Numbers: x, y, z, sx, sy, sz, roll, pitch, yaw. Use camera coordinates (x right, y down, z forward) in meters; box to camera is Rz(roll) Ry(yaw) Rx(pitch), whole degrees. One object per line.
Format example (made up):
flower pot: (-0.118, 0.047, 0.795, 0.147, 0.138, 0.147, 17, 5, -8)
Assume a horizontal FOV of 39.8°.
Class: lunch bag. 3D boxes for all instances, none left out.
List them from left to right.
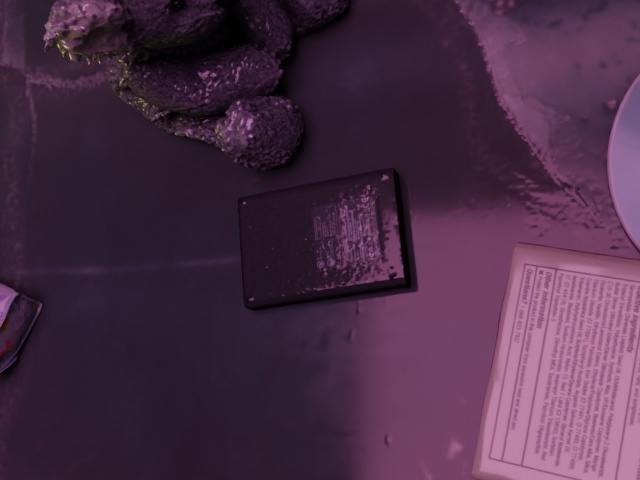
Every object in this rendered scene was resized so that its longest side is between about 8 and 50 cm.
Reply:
lunch bag: (-0.300, 0.077, 0.782, 0.071, 0.053, 0.083, 19, 75, 21)

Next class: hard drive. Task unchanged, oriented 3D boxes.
hard drive: (0.000, 0.000, 0.704, 0.135, 0.022, 0.094, -10, 75, 18)

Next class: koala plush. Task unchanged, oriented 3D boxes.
koala plush: (-0.119, -0.183, 0.682, 0.203, 0.221, 0.196, 14, 83, 23)

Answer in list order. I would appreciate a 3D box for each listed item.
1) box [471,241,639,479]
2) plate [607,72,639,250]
box: (0.227, 0.099, 0.541, 0.232, 0.127, 0.148, 10, 81, 22)
plate: (0.284, -0.055, 0.584, 0.188, 0.024, 0.188, 1, 92, 43)
